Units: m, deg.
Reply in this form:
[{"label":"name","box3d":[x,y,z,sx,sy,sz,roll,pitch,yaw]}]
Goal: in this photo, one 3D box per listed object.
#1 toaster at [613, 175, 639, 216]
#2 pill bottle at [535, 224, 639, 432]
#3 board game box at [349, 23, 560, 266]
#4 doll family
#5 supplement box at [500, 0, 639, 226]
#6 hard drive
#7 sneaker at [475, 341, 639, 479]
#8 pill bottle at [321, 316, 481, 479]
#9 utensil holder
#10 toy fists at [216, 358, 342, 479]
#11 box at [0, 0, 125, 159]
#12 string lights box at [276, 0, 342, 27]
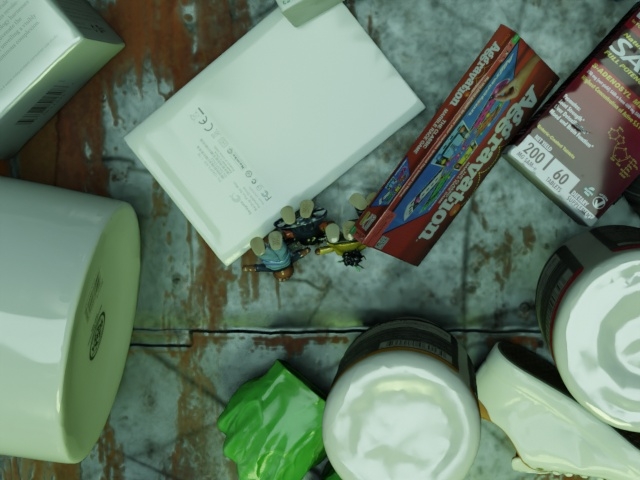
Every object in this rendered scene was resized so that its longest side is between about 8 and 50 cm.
[{"label":"toaster","box3d":[0.450,-0.048,1.203,0.168,0.110,0.185,45,99,1]},{"label":"pill bottle","box3d":[0.320,0.076,1.126,0.176,0.318,0.176,1,97,7]},{"label":"board game box","box3d":[0.156,-0.100,1.217,0.027,0.145,0.281,42,101,31]},{"label":"doll family","box3d":[0.000,0.000,1.268,0.193,0.111,0.076,-5,74,7]},{"label":"supplement box","box3d":[0.335,-0.146,1.213,0.130,0.073,0.239,41,93,0]},{"label":"hard drive","box3d":[-0.057,-0.142,1.283,0.308,0.040,0.203,-38,91,9]},{"label":"sneaker","box3d":[0.304,0.244,1.267,0.290,0.106,0.123,33,109,10]},{"label":"pill bottle","box3d":[0.094,0.174,1.183,0.162,0.278,0.162,1,96,6]},{"label":"utensil holder","box3d":[-0.431,0.072,1.214,0.386,0.327,0.327,10,98,2]},{"label":"toy fists","box3d":[0.001,0.277,1.301,0.279,0.096,0.142,40,89,2]},{"label":"box","box3d":[-0.437,-0.288,1.245,0.215,0.168,0.345,-41,91,10]},{"label":"string lights box","box3d":[-0.036,-0.393,1.211,0.133,0.077,0.259,-27,82,8]}]
